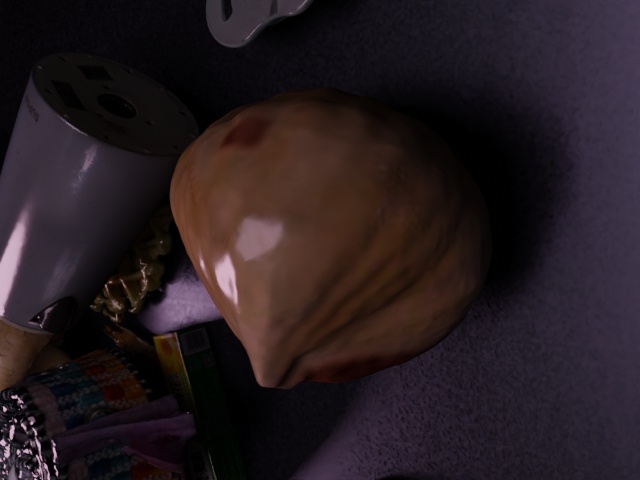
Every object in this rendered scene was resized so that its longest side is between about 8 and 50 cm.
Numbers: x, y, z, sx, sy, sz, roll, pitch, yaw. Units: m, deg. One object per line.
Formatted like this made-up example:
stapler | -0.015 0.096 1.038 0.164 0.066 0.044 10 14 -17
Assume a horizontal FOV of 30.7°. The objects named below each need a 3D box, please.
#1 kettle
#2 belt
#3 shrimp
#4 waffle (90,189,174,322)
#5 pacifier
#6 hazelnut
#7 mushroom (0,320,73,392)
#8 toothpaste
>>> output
kettle | -0.249 -0.053 1.112 0.210 0.160 0.243 53 125 33
belt | -0.230 0.226 1.165 0.207 0.160 0.295 49 139 33
shrimp | -0.193 0.137 1.218 0.114 0.023 0.083 35 120 22
waffle | -0.220 -0.015 1.200 0.169 0.036 0.183 42 120 19
pacifier | -0.062 -0.239 0.993 0.150 0.116 0.127 -17 63 41
hazelnut | 0.000 0.000 0.904 0.261 0.261 0.241 25 77 31
mushroom | -0.325 0.133 1.251 0.112 0.148 0.148 20 115 -4
toothpaste | -0.117 0.173 1.155 0.037 0.043 0.178 -16 89 38
